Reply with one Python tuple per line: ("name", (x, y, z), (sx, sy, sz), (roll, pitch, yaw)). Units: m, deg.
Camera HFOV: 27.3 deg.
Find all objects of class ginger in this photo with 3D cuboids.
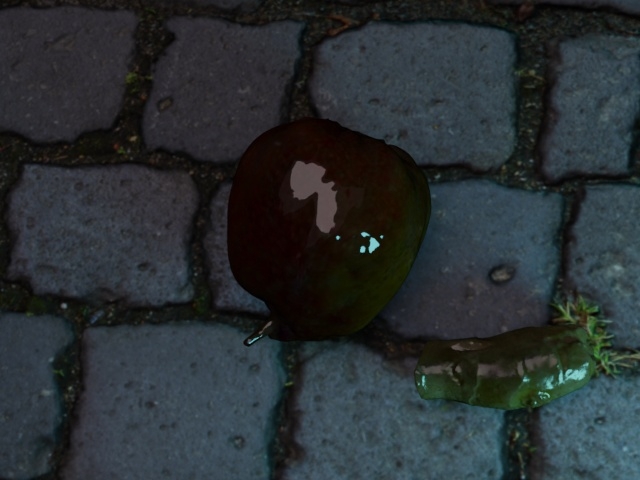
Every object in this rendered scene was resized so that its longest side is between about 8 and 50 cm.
("ginger", (0.270, 0.187, 1.918), (0.262, 0.109, 0.117), (-5, 99, 9))

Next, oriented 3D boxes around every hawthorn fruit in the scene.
("hawthorn fruit", (0.012, -0.019, 1.934), (0.308, 0.308, 0.325), (-7, 81, 7))
